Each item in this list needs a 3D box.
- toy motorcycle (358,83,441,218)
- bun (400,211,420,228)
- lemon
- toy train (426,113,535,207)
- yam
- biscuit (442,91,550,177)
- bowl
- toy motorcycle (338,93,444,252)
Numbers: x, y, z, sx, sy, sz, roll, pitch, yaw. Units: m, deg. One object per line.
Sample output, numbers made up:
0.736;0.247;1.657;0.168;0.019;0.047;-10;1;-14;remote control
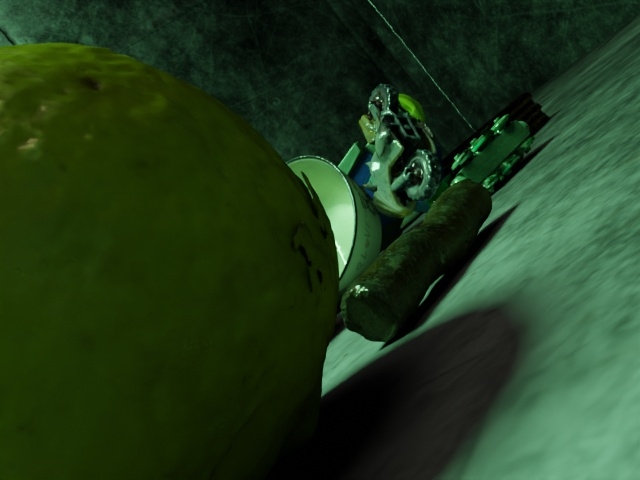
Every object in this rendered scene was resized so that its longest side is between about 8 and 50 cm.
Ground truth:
0.102;-0.123;1.145;0.094;0.229;0.130;2;-47;-24;toy motorcycle
0.081;-0.068;1.730;0.293;0.187;0.293;-37;3;2;bun
-0.174;0.039;0.513;0.350;0.387;0.350;-57;5;8;lemon
0.230;-0.105;1.108;0.178;0.071;0.104;-41;-9;-34;toy train
0.099;0.010;0.725;0.061;0.061;0.253;-39;1;39;yam
0.313;-0.179;1.421;0.252;0.070;0.106;-40;2;-41;biscuit
0.000;0.000;1.200;0.238;0.237;0.126;-39;-34;28;bowl
0.105;-0.074;1.326;0.326;0.200;0.191;-52;-7;34;toy motorcycle
